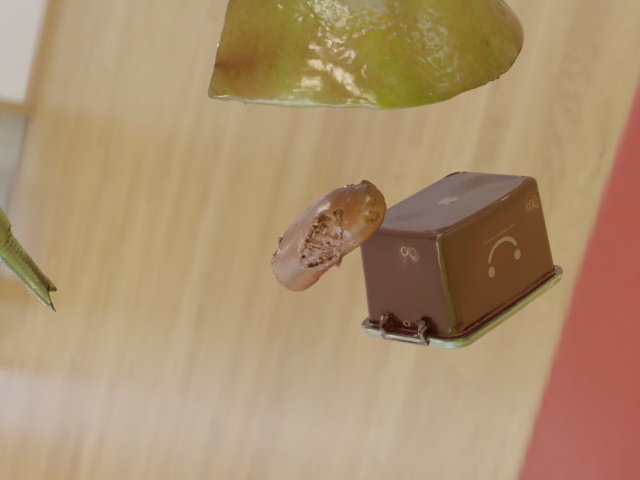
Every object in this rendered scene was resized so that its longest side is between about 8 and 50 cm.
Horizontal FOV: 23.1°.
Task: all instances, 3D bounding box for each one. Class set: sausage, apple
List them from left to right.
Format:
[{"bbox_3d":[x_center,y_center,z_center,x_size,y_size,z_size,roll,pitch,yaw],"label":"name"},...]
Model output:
[{"bbox_3d":[-0.002,0.001,1.840,0.079,0.087,0.326,61,161,5],"label":"sausage"},{"bbox_3d":[0.036,-0.161,1.017,0.265,0.193,0.120,-68,-20,-67],"label":"apple"}]

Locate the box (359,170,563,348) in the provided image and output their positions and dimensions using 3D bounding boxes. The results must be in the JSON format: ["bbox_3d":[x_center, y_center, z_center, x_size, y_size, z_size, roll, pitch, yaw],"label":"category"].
[{"bbox_3d":[0.190,0.019,2.209,0.193,0.294,0.167,4,114,41],"label":"box"}]

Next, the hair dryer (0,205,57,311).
[{"bbox_3d":[-0.255,-0.096,1.092,0.229,0.267,0.092,-55,8,36],"label":"hair dryer"}]
